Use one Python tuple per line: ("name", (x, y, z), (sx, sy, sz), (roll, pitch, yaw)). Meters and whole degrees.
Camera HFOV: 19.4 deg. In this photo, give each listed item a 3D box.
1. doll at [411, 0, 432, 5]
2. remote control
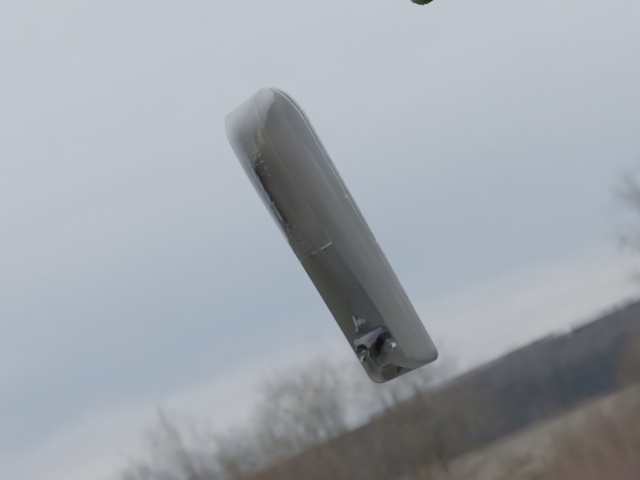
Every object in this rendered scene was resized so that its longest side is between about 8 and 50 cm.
("doll", (0.119, -0.246, 1.454), (0.150, 0.115, 0.077), (-19, -12, -28))
("remote control", (0.000, 0.000, 1.844), (0.055, 0.313, 0.109), (-29, -1, -34))
